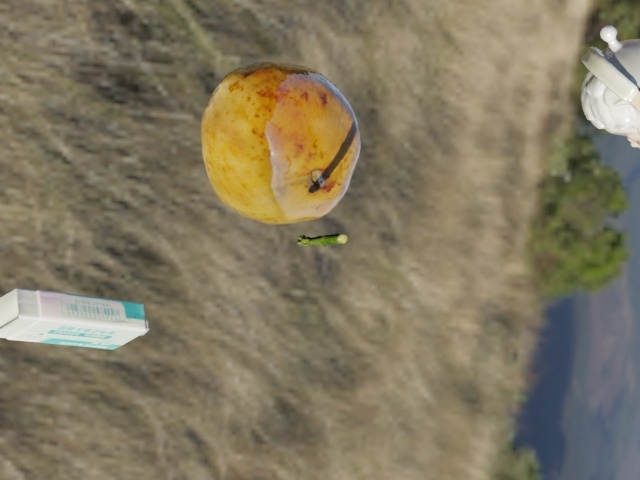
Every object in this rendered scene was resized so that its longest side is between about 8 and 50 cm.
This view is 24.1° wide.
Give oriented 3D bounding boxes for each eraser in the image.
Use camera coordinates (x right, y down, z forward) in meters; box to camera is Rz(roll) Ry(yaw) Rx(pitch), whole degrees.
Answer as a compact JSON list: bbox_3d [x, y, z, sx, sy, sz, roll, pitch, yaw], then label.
[{"bbox_3d":[-0.373,0.117,2.218,0.225,0.095,0.052,10,63,-42],"label":"eraser"}]

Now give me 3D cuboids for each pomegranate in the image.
[{"bbox_3d":[-0.061,-0.138,2.138,0.248,0.248,0.248,6,90,-76],"label":"pomegranate"}]

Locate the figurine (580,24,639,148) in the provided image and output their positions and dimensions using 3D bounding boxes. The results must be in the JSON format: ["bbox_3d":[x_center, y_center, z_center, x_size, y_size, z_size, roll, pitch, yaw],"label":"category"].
[{"bbox_3d":[0.370,-0.136,1.679,0.237,0.141,0.162,42,13,-23],"label":"figurine"}]

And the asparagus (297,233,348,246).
[{"bbox_3d":[0.000,0.000,1.906,0.127,0.018,0.015,-2,-80,64],"label":"asparagus"}]
